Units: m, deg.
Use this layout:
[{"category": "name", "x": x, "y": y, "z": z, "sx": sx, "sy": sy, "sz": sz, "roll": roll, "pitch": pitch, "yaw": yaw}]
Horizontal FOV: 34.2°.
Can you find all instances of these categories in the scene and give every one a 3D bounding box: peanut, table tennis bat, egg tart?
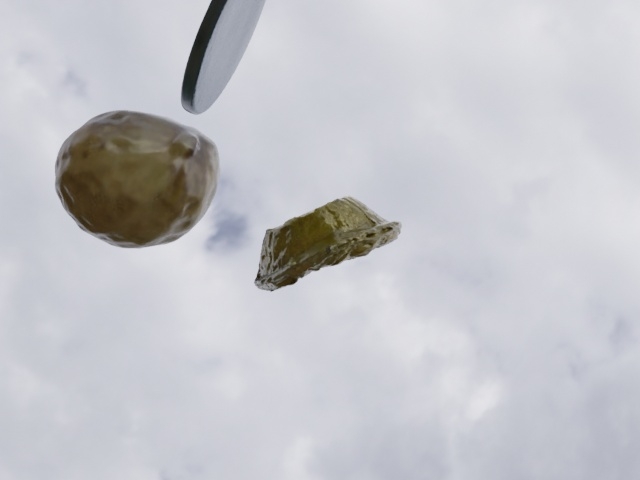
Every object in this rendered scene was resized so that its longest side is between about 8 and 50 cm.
[{"category": "peanut", "x": -0.179, "y": -0.061, "z": 1.013, "sx": 0.159, "sy": 0.140, "sz": 0.109, "roll": 8, "pitch": -47, "yaw": 0}, {"category": "table tennis bat", "x": -0.048, "y": -0.146, "z": 0.625, "sx": 0.019, "sy": 0.100, "sz": 0.155, "roll": 27, "pitch": -68, "yaw": 4}, {"category": "egg tart", "x": 0.000, "y": 0.000, "z": 0.644, "sx": 0.105, "sy": 0.105, "sz": 0.039, "roll": -23, "pitch": -89, "yaw": 30}]
